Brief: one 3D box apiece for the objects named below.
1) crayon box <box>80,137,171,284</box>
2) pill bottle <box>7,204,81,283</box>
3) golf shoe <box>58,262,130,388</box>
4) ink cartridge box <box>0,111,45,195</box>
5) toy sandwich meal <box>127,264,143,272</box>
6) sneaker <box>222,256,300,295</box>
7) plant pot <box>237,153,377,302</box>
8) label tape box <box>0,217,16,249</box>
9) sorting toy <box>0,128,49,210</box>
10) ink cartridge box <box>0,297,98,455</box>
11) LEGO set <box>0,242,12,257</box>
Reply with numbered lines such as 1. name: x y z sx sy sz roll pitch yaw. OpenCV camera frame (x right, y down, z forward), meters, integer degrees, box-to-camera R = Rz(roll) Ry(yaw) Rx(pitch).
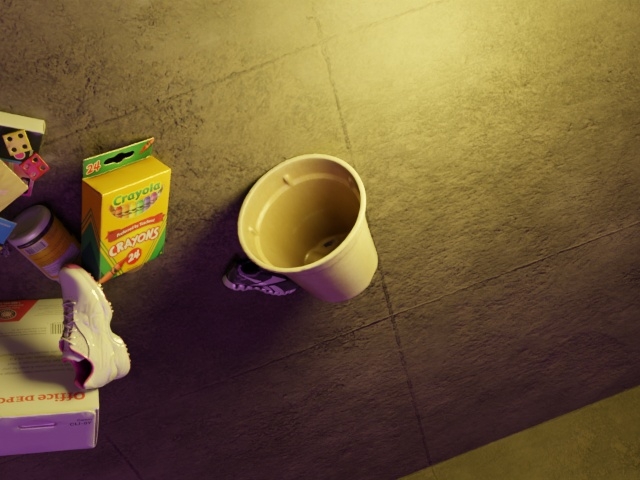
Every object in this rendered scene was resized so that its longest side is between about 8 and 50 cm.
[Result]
1. crayon box: -0.462 -0.068 1.735 0.202 0.081 0.319 -30 144 -42
2. pill bottle: -0.647 0.022 1.782 0.119 0.119 0.208 -28 133 4
3. golf shoe: -0.559 0.207 1.727 0.115 0.140 0.306 -13 101 42
4. ink cartridge box: -0.798 -0.209 1.572 0.370 0.069 0.176 10 125 -24
5. toy sandwich meal: -0.503 0.051 1.922 0.085 0.029 0.086 -14 135 -14
6. sneaker: -0.150 0.093 2.051 0.234 0.078 0.106 6 129 -22
7. plant pot: 0.000 0.000 1.896 0.333 0.334 0.305 -28 144 5
8. label tape box: -0.888 0.009 1.692 0.240 0.106 0.334 26 115 -35
9. sorting toy: -0.721 -0.129 1.577 0.274 0.046 0.132 -41 123 -5
10. ink cartridge box: -0.711 0.334 1.844 0.279 0.385 0.160 0 129 -19
11. LEGO set: -0.769 0.022 1.802 0.083 0.023 0.054 -13 132 -9
